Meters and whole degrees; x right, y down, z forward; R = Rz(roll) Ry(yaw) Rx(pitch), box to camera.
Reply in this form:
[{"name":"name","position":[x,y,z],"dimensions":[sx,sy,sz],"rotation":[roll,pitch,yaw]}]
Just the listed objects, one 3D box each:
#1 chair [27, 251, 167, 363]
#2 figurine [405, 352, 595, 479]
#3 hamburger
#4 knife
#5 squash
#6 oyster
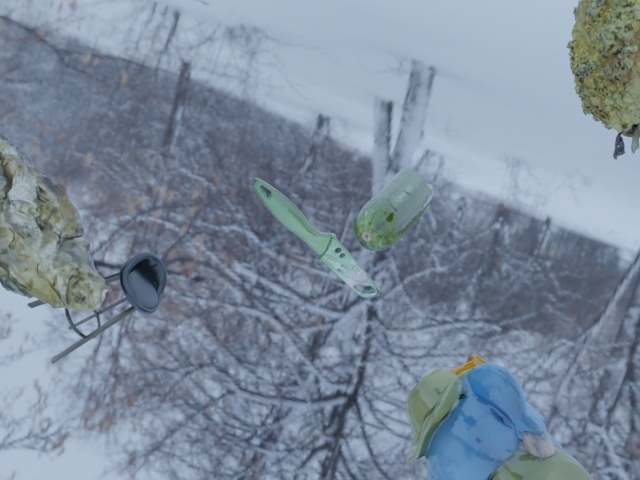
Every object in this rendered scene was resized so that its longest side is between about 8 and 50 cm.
[{"name":"chair","position":[-0.342,0.107,1.343],"dimensions":[0.104,0.222,0.095],"rotation":[41,-155,-53]},{"name":"figurine","position":[0.192,0.249,0.905],"dimensions":[0.262,0.154,0.180],"rotation":[58,169,19]},{"name":"hamburger","position":[0.387,-0.234,1.051],"dimensions":[0.139,0.261,0.243],"rotation":[-2,174,1]},{"name":"knife","position":[0.000,0.000,0.849],"dimensions":[0.207,0.030,0.014],"rotation":[45,-168,-36]},{"name":"squash","position":[0.105,-0.046,1.174],"dimensions":[0.069,0.069,0.239],"rotation":[20,-153,14]},{"name":"oyster","position":[-0.429,-0.041,1.223],"dimensions":[0.351,0.115,0.238],"rotation":[56,-169,-4]}]
